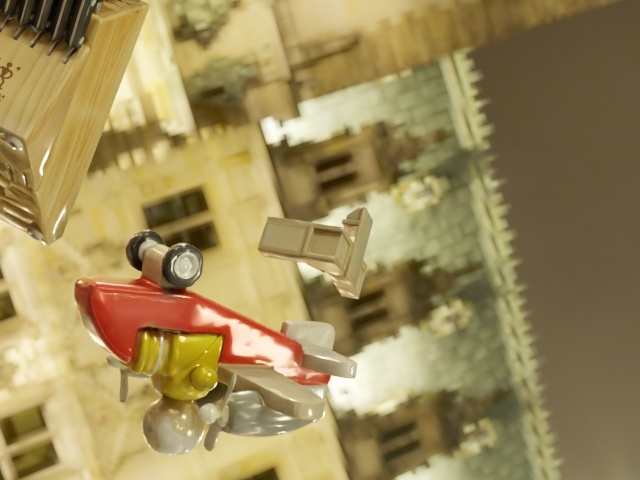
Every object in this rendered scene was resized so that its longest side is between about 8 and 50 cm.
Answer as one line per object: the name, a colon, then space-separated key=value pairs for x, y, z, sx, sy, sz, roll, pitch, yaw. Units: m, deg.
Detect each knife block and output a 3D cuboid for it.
knife block: x=-0.190 y=-0.155 z=1.244 sx=0.088 sy=0.242 sz=0.275 roll=28 pitch=-23 yaw=9

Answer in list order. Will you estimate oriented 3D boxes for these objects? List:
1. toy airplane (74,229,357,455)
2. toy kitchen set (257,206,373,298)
toy airplane: x=-0.147 y=0.184 z=2.310 sx=0.384 sy=0.272 sz=0.386 roll=25 pitch=-6 yaw=13
toy kitchen set: x=0.000 y=0.000 z=1.456 sx=0.075 sy=0.068 sz=0.083 roll=8 pitch=-23 yaw=21
